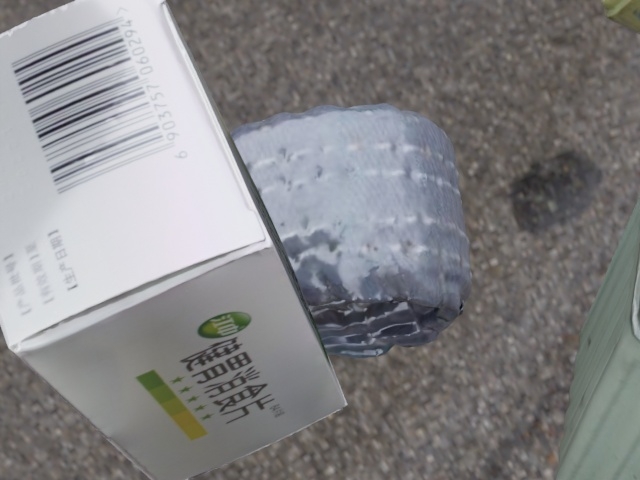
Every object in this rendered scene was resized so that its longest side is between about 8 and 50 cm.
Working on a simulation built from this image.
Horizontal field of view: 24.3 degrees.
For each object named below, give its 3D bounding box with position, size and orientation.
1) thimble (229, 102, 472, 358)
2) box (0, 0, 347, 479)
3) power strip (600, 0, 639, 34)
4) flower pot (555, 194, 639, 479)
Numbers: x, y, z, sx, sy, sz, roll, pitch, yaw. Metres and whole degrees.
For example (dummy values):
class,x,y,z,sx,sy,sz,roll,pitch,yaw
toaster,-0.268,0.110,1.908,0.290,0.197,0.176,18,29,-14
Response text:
class,x,y,z,sx,sy,sz,roll,pitch,yaw
thimble,0.000,0.000,1.187,0.236,0.205,0.172,-1,67,-7
box,-0.096,0.015,0.881,0.145,0.333,0.173,-22,67,-1
power strip,0.261,-0.185,0.686,0.387,0.092,0.066,-46,20,61
flower pot,0.267,0.083,0.882,0.239,0.189,0.209,38,56,21
